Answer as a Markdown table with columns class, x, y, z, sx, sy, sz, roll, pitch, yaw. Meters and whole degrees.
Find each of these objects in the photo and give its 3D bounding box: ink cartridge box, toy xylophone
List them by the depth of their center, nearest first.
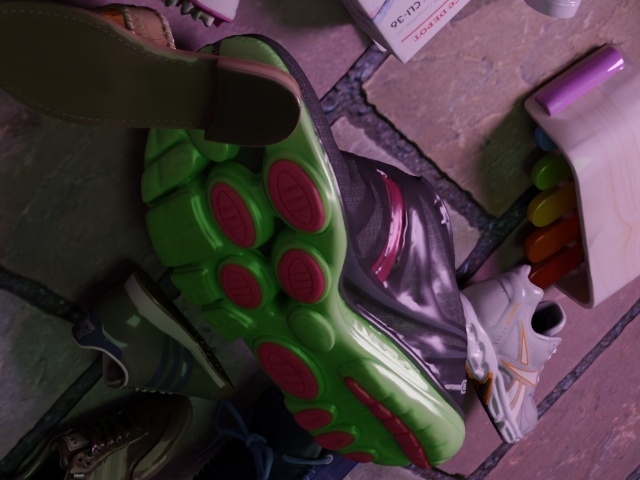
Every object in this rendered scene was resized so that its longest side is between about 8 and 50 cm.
| class | x | y | z | sx | sy | sz | roll | pitch | yaw |
| --- | --- | --- | --- | --- | --- | --- | --- | --- | --- |
| ink cartridge box | 0.066 | -0.223 | 1.287 | 0.115 | 0.067 | 0.198 | -44 | 143 | 0 |
| toy xylophone | 0.312 | -0.063 | 1.660 | 0.236 | 0.081 | 0.322 | -28 | 141 | -18 |

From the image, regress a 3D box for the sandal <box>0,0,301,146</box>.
| class | x | y | z | sx | sy | sz | roll | pitch | yaw |
| --- | --- | --- | --- | --- | --- | --- | --- | --- | --- |
| sandal | -0.131 | -0.131 | 1.185 | 0.240 | 0.079 | 0.088 | 14 | 121 | -10 |

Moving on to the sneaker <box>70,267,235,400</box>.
| class | x | y | z | sx | sy | sz | roll | pitch | yaw |
| --- | --- | --- | --- | --- | --- | --- | --- | --- | --- |
| sneaker | -0.150 | 0.099 | 1.417 | 0.086 | 0.064 | 0.192 | -34 | 143 | 0 |

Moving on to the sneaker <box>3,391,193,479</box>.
| class | x | y | z | sx | sy | sz | roll | pitch | yaw |
| --- | --- | --- | --- | --- | --- | --- | --- | --- | --- |
| sneaker | -0.198 | 0.191 | 1.453 | 0.188 | 0.066 | 0.071 | -39 | 142 | -7 |

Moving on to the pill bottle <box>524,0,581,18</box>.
| class | x | y | z | sx | sy | sz | roll | pitch | yaw |
| --- | --- | --- | --- | --- | --- | --- | --- | --- | --- |
| pill bottle | 0.216 | -0.253 | 1.397 | 0.067 | 0.067 | 0.120 | -10 | 132 | -37 |

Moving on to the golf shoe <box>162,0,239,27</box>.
| class | x | y | z | sx | sy | sz | roll | pitch | yaw |
| --- | --- | --- | --- | --- | --- | --- | --- | --- | --- |
| golf shoe | -0.132 | -0.253 | 1.058 | 0.140 | 0.115 | 0.306 | -58 | 149 | 2 |

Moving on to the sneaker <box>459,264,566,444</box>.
| class | x | y | z | sx | sy | sz | roll | pitch | yaw |
| --- | --- | --- | --- | --- | --- | --- | --- | --- | --- |
| sneaker | 0.211 | 0.122 | 1.719 | 0.121 | 0.099 | 0.262 | -27 | 143 | 2 |

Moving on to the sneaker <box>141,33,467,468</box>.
| class | x | y | z | sx | sy | sz | roll | pitch | yaw |
| --- | --- | --- | --- | --- | --- | --- | --- | --- | --- |
| sneaker | 0.000 | 0.000 | 1.393 | 0.483 | 0.185 | 0.202 | 63 | 35 | -42 |

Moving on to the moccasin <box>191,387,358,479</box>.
| class | x | y | z | sx | sy | sz | roll | pitch | yaw |
| --- | --- | --- | --- | --- | --- | --- | --- | --- | --- |
| moccasin | -0.032 | 0.182 | 1.570 | 0.342 | 0.138 | 0.117 | -43 | 142 | -25 |
